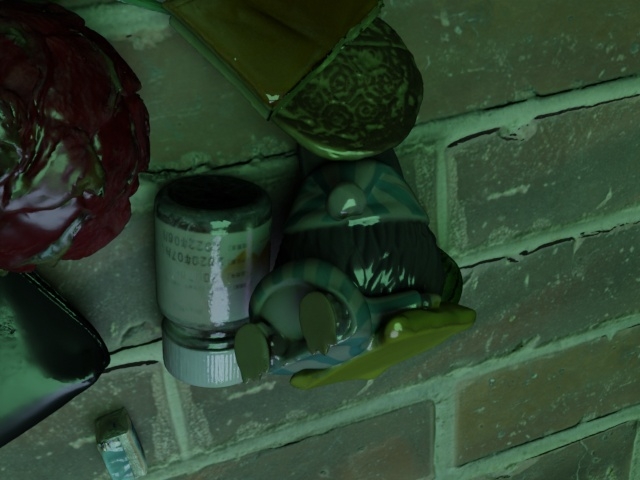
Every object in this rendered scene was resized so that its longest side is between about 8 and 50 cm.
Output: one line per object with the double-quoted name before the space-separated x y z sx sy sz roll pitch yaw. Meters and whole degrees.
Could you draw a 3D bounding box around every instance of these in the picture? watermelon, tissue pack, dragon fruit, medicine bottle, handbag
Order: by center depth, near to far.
"dragon fruit" -0.349 -0.118 0.863 0.329 0.329 0.329 -9 117 -19
"handbag" -0.496 0.144 1.029 0.342 0.152 0.288 -33 110 -9
"medicine bottle" -0.153 0.057 1.112 0.165 0.165 0.274 -7 116 -20
"tissue pack" -0.316 0.326 1.224 0.058 0.074 0.094 -19 117 -10
"watermelon" 0.149 0.093 1.273 0.140 0.141 0.187 29 107 -31

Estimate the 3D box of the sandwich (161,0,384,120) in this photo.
"sandwich" -0.059 -0.310 0.998 0.212 0.063 0.245 44 66 -5

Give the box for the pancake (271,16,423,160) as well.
"pancake" 0.026 -0.216 1.053 0.250 0.031 0.250 6 67 -14

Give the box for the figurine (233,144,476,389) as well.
"figurine" 0.000 0.000 1.080 0.266 0.378 0.361 -30 159 24

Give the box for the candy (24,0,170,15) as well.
"candy" -0.243 -0.302 0.964 0.335 0.093 0.092 9 109 -34
